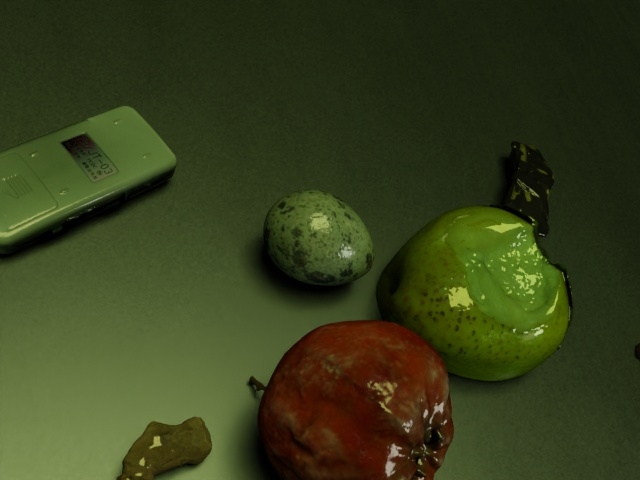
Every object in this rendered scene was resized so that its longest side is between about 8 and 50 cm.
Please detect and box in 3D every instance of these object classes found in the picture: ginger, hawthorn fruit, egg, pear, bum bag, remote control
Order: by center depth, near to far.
[{"bbox_3d":[-0.198,0.295,0.804,0.258,0.065,0.149,-30,87,-51],"label":"ginger"},{"bbox_3d":[0.018,0.203,0.888,0.271,0.242,0.242,19,42,32],"label":"hawthorn fruit"},{"bbox_3d":[-0.349,-0.087,1.021,0.296,0.056,0.140,-33,71,-36],"label":"remote control"},{"bbox_3d":[0.000,0.000,1.062,0.172,0.132,0.132,28,49,-17],"label":"egg"},{"bbox_3d":[0.209,0.069,1.089,0.292,0.159,0.293,10,54,-14],"label":"pear"},{"bbox_3d":[0.375,-0.094,1.341,0.106,0.060,0.233,33,51,-10],"label":"bum bag"}]

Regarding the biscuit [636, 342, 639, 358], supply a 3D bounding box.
[{"bbox_3d":[0.589,0.208,1.239,0.129,0.019,0.119,26,50,-5],"label":"biscuit"}]
